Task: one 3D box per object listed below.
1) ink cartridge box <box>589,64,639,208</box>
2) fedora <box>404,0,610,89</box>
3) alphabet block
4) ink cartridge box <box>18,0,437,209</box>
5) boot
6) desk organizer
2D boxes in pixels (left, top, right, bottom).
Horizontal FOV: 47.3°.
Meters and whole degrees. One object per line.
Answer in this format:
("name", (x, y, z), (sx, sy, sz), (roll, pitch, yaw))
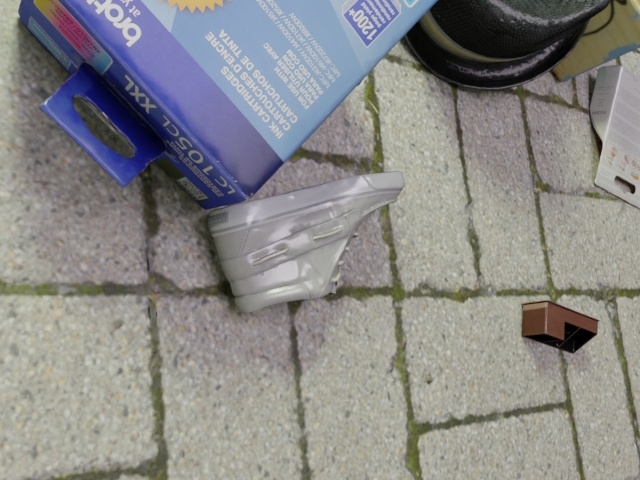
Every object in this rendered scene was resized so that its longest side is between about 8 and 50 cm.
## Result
("ink cartridge box", (0.561, -0.184, 1.348), (0.181, 0.056, 0.225), (19, 85, -34))
("fedora", (0.274, -0.352, 1.003), (0.334, 0.152, 0.334), (-5, 109, -16))
("alphabet block", (0.455, -0.423, 1.226), (0.197, 0.192, 0.193), (48, 52, -17))
("ink cartridge box", (-0.096, -0.217, 0.719), (0.270, 0.151, 0.395), (47, 71, -17))
("boot", (0.000, 0.000, 0.823), (0.258, 0.095, 0.123), (-16, 95, -32))
("desk organizer", (0.357, 0.130, 1.088), (0.130, 0.047, 0.050), (20, 68, -33))
